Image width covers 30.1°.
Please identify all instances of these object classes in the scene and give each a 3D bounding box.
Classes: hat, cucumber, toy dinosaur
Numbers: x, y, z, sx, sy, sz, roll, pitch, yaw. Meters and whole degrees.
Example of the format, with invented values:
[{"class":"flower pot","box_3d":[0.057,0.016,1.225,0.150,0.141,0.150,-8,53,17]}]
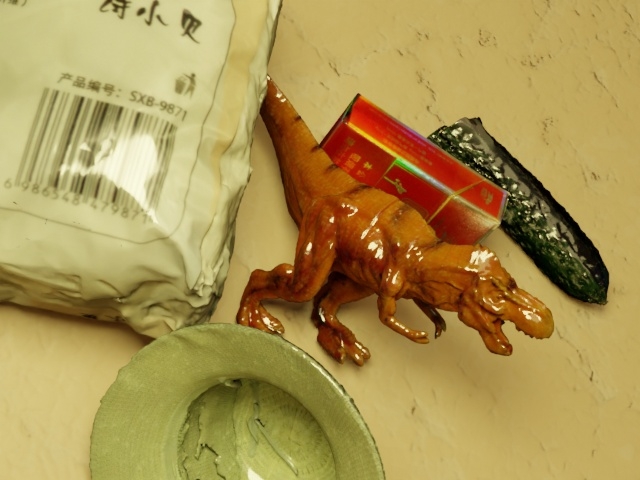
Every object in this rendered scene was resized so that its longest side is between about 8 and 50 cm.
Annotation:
[{"class":"hat","box_3d":[-0.044,0.174,0.951,0.257,0.257,0.130,53,25,6]},{"class":"cucumber","box_3d":[0.207,-0.031,1.205,0.245,0.067,0.067,45,58,-1]},{"class":"toy dinosaur","box_3d":[0.000,0.000,1.049,0.432,0.208,0.097,39,24,25]}]

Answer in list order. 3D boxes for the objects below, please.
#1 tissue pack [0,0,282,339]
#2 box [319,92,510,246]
[{"class":"tissue pack","box_3d":[-0.230,-0.119,0.973,0.375,0.195,0.390,16,72,-6]},{"class":"box","box_3d":[0.075,-0.047,1.123,0.175,0.112,0.048,32,49,-6]}]
